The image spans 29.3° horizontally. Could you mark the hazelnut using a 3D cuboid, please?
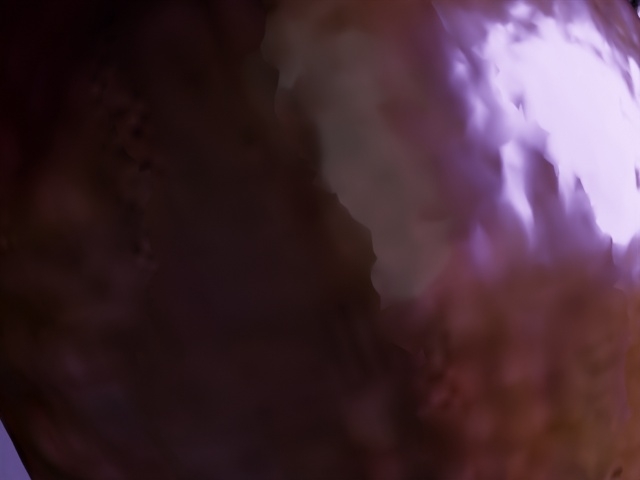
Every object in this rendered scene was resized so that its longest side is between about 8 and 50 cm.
[{"bbox_3d":[0.000,0.000,0.617,0.353,0.421,0.421,-43,107,5],"label":"hazelnut"}]

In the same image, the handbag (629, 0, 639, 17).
[{"bbox_3d":[0.250,0.035,0.912,0.325,0.162,0.327,34,74,-18],"label":"handbag"}]
